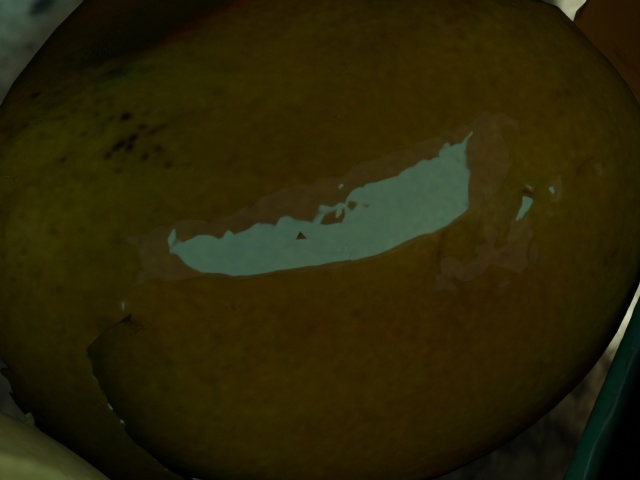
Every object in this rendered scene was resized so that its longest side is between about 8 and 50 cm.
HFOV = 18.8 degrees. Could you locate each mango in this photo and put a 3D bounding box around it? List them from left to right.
[{"bbox_3d":[0.000,0.000,0.589,0.236,0.136,0.166,-2,95,-36],"label":"mango"}]

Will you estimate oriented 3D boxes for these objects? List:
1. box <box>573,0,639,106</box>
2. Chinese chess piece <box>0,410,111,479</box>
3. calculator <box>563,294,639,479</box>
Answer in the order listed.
[{"bbox_3d":[0.181,-0.066,0.633,0.076,0.274,0.174,-37,80,-12],"label":"box"},{"bbox_3d":[-0.126,0.159,0.484,0.251,0.097,0.251,0,91,-42],"label":"Chinese chess piece"},{"bbox_3d":[0.108,0.125,0.653,0.274,0.058,0.248,-62,161,-26],"label":"calculator"}]
